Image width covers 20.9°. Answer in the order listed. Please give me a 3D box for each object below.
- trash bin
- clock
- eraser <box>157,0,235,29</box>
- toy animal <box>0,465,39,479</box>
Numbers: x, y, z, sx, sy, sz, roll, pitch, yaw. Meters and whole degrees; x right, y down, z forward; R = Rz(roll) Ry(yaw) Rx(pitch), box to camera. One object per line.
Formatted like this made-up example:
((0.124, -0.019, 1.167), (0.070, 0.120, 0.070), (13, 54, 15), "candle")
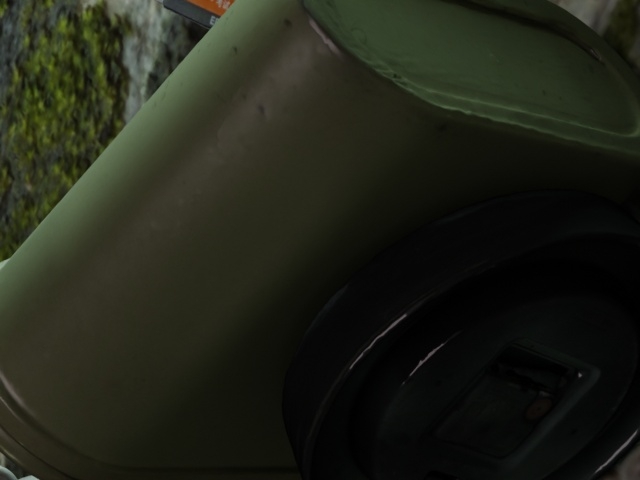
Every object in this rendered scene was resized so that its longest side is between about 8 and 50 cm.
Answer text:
((0.000, 0.000, 0.760), (0.247, 0.243, 0.121), (-45, 56, 29), "trash bin")
((0.070, 0.056, 0.725), (0.184, 0.184, 0.040), (-57, 43, 26), "clock")
((-0.045, -0.138, 0.960), (0.122, 0.029, 0.052), (31, 108, 41), "eraser")
((-0.171, 0.230, 0.991), (0.178, 0.127, 0.193), (-47, 55, 30), "toy animal")
